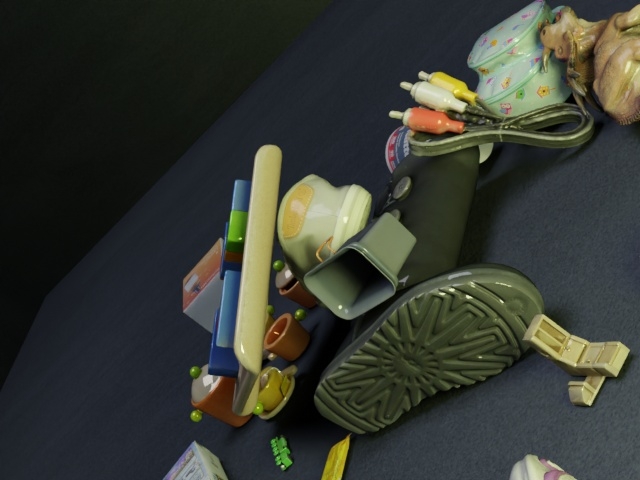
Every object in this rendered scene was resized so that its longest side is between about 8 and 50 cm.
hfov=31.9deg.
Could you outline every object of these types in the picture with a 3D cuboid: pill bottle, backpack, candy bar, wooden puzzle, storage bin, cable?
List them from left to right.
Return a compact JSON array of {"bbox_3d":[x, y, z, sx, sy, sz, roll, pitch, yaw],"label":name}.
[{"bbox_3d":[-0.114,0.068,1.635,0.348,0.081,0.322,101,174,-70],"label":"wooden puzzle"},{"bbox_3d":[0.013,0.322,1.478,0.040,0.018,0.161,-41,21,39],"label":"candy bar"},{"bbox_3d":[0.051,0.023,1.411,0.091,0.098,0.135,-52,9,-36],"label":"storage bin"},{"bbox_3d":[0.192,-0.149,1.797,0.108,0.108,0.180,-58,19,-20],"label":"pill bottle"},{"bbox_3d":[0.231,-0.169,1.574,0.287,0.072,0.139,13,54,33],"label":"cable"},{"bbox_3d":[0.308,-0.258,1.683,0.166,0.144,0.188,-25,34,43],"label":"backpack"}]

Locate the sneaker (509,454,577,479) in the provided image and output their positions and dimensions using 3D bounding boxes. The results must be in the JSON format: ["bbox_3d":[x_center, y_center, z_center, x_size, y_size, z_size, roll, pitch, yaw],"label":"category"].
[{"bbox_3d":[0.184,0.305,0.958,0.152,0.114,0.305,-42,20,22],"label":"sneaker"}]

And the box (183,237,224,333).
[{"bbox_3d":[-0.210,0.094,2.311,0.130,0.091,0.170,-48,19,11],"label":"box"}]

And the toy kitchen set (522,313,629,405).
[{"bbox_3d":[0.261,0.125,1.177,0.068,0.075,0.083,-59,16,-17],"label":"toy kitchen set"}]

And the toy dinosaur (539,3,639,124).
[{"bbox_3d":[0.390,-0.217,1.448,0.200,0.127,0.295,-40,26,30],"label":"toy dinosaur"}]

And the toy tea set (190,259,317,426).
[{"bbox_3d":[-0.111,0.163,1.896,0.200,0.124,0.336,-34,25,42],"label":"toy tea set"}]

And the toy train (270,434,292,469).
[{"bbox_3d":[-0.057,0.313,1.663,0.024,0.017,0.083,-40,20,4],"label":"toy train"}]

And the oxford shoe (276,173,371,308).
[{"bbox_3d":[0.000,0.000,1.718,0.449,0.130,0.169,86,-161,-78],"label":"oxford shoe"}]

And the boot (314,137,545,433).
[{"bbox_3d":[0.172,0.011,1.529,0.367,0.146,0.445,-34,21,38],"label":"boot"}]

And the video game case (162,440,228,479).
[{"bbox_3d":[-0.236,0.469,1.719,0.269,0.061,0.244,-52,20,-1],"label":"video game case"}]
